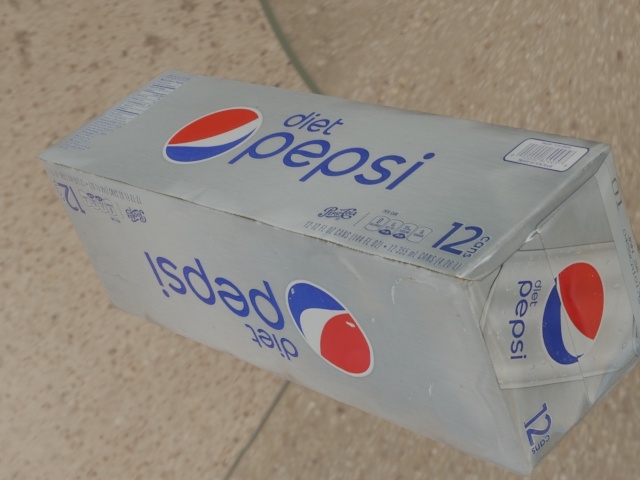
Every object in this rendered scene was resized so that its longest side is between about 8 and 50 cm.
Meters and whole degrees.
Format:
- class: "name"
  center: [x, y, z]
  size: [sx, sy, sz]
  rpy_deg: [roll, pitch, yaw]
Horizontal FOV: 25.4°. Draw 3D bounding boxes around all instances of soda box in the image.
- class: "soda box"
  center: [0.000, 0.000, 0.620]
  size: [0.286, 0.091, 0.098]
  rpy_deg: [15, 136, 47]
